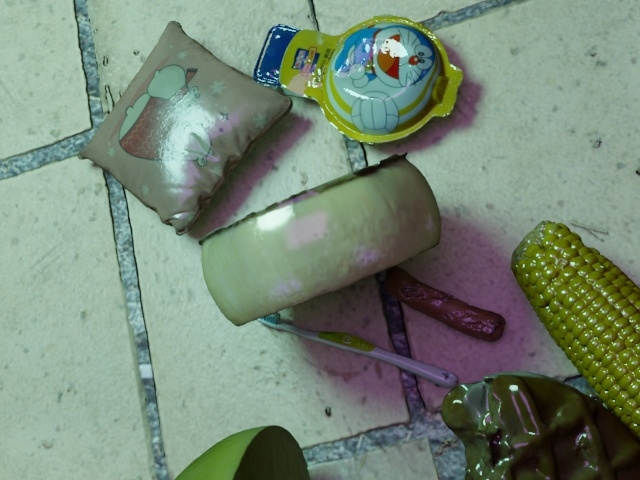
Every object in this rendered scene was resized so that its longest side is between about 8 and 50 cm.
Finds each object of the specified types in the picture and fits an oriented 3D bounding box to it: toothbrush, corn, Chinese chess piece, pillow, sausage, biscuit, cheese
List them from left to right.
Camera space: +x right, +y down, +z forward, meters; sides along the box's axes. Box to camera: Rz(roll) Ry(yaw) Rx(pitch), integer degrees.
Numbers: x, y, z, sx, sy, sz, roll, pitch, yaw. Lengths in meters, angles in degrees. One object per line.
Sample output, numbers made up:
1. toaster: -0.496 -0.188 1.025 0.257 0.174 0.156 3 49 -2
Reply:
1. pillow: -0.184 -0.147 1.253 0.223 0.084 0.236 39 90 23
2. Chinese chess piece: 0.000 0.000 1.064 0.270 0.270 0.112 -23 89 8
3. toothbrush: 0.039 0.128 1.149 0.263 0.026 0.022 18 47 18
4. cheese: 0.045 -0.211 1.219 0.270 0.069 0.177 15 79 20
5. sausage: 0.142 0.075 1.131 0.158 0.042 0.036 27 120 22
6. biscuit: 0.226 0.322 0.948 0.268 0.115 0.366 19 74 -13
7. corn: 0.322 0.112 1.029 0.119 0.119 0.322 -41 65 1

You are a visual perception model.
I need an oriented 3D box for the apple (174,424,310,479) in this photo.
1. apple: -0.042 0.335 0.988 0.291 0.254 0.292 -4 78 17
